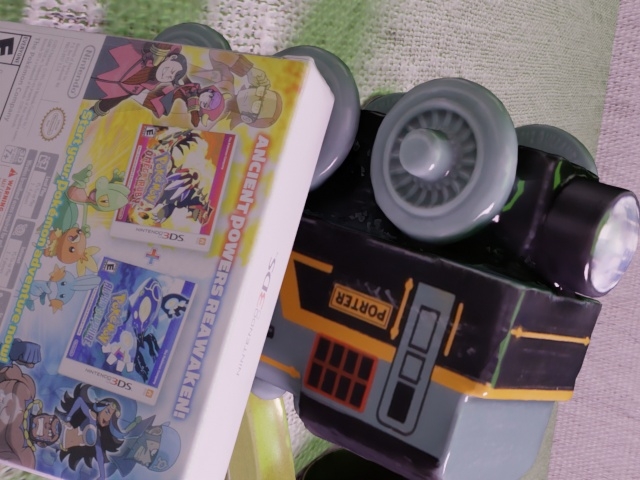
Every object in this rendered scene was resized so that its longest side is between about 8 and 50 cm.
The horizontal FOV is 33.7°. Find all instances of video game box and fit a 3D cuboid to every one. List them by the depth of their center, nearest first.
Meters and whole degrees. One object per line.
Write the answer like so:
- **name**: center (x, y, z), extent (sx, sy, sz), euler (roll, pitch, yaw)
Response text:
- **video game box**: center (-0.108, 0.004, 0.488), extent (0.048, 0.187, 0.205), euler (41, 63, -64)

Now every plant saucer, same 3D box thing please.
- **plant saucer**: center (-0.056, 0.175, 0.778), extent (0.241, 0.037, 0.241), euler (-9, 90, -83)

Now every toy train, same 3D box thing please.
- **toy train**: center (0.000, 0.000, 0.574), extent (0.142, 0.334, 0.190), euler (14, 94, -54)

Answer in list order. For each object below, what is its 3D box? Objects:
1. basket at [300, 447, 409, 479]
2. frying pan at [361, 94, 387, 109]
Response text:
- **basket**: center (0.043, 0.346, 1.049), extent (0.204, 0.154, 0.227), euler (-26, 127, -68)
- **frying pan**: center (0.081, -0.008, 1.112), extent (0.197, 0.053, 0.326), euler (-65, 150, -29)
